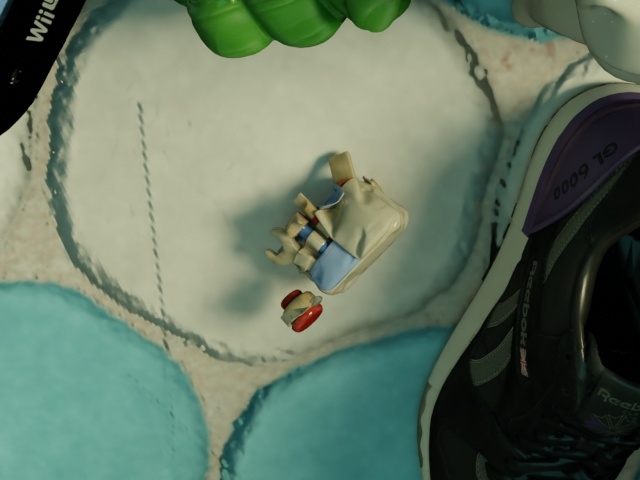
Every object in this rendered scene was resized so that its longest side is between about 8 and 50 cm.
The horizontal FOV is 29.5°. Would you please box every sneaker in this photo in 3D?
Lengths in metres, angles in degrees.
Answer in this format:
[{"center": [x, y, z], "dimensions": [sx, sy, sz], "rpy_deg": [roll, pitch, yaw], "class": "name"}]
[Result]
[{"center": [0.119, 0.070, 0.596], "dimensions": [0.107, 0.124, 0.283], "rpy_deg": [10, 111, -6], "class": "sneaker"}]

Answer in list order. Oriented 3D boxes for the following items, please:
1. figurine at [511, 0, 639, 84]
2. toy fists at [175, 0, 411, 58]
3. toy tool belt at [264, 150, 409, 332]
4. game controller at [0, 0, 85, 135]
[{"center": [0.179, -0.104, 0.484], "dimensions": [0.215, 0.209, 0.092], "rpy_deg": [3, 111, -4], "class": "figurine"}, {"center": [0.028, -0.165, 0.449], "dimensions": [0.142, 0.096, 0.279], "rpy_deg": [30, 134, -31], "class": "toy fists"}, {"center": [0.000, 0.000, 0.609], "dimensions": [0.083, 0.052, 0.051], "rpy_deg": [-47, 75, 11], "class": "toy tool belt"}, {"center": [-0.145, -0.187, 0.502], "dimensions": [0.167, 0.067, 0.319], "rpy_deg": [23, 110, -25], "class": "game controller"}]
